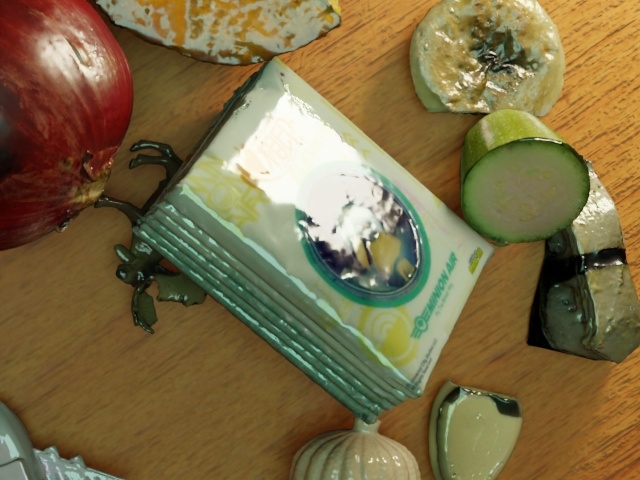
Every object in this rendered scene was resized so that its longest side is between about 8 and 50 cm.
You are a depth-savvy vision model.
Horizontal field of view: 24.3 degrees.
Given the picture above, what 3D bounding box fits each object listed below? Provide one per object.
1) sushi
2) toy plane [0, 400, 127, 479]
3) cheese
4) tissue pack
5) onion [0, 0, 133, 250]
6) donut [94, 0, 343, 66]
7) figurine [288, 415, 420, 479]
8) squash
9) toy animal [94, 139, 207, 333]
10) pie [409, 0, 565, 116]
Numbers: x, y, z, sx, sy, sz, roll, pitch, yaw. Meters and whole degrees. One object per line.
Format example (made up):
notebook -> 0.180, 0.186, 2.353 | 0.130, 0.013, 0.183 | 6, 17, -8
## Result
sushi -> 0.366, 0.030, 1.975 | 0.134, 0.109, 0.273 | 4, 94, -10
toy plane -> -0.374, 0.323, 1.894 | 0.251, 0.101, 0.255 | -20, 98, 5
cheese -> 0.190, 0.319, 2.005 | 0.127, 0.054, 0.251 | 14, 94, -10
tissue pack -> 0.000, 0.000, 1.834 | 0.388, 0.162, 0.287 | 40, 47, -10
onion -> -0.389, -0.138, 1.733 | 0.341, 0.341, 0.341 | -1, 95, -9
donut -> -0.141, -0.440, 1.832 | 0.377, 0.163, 0.435 | 9, 96, -8
figurine -> 0.003, 0.389, 1.931 | 0.204, 0.185, 0.332 | 44, 105, 13
squash -> 0.252, -0.087, 1.923 | 0.170, 0.123, 0.170 | -6, 126, -8
toy animal -> -0.208, -0.006, 1.894 | 0.186, 0.094, 0.214 | 40, 80, -18
pie -> 0.220, -0.249, 1.957 | 0.218, 0.052, 0.185 | -2, 92, -11
